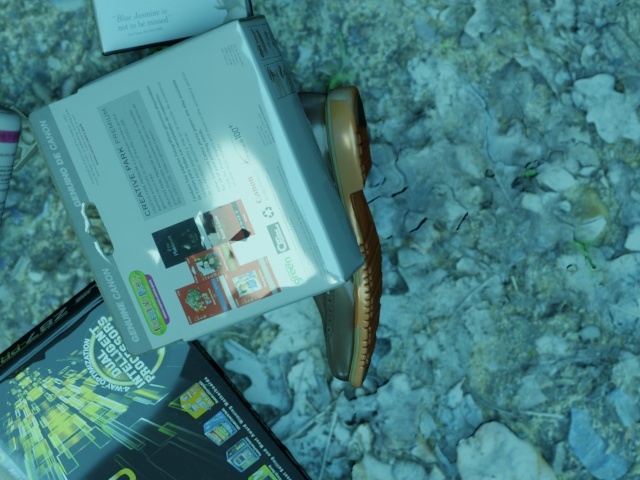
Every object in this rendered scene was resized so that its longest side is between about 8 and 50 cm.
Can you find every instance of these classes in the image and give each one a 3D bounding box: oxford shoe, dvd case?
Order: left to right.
[{"bbox_3d":[-0.183,-0.349,1.849,0.180,0.022,0.253,-12,100,-9],"label":"dvd case"},{"bbox_3d":[0.000,0.000,1.948,0.133,0.130,0.363,-4,100,9],"label":"oxford shoe"}]

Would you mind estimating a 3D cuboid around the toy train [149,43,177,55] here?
[{"bbox_3d":[-0.159,-0.228,1.896,0.083,0.017,0.023,-30,117,-5],"label":"toy train"}]

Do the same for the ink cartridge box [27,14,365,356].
[{"bbox_3d":[-0.138,-0.060,1.835,0.272,0.130,0.309,-20,95,14],"label":"ink cartridge box"}]

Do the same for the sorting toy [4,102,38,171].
[{"bbox_3d":[-0.362,-0.109,1.880,0.062,0.012,0.083,41,91,-17],"label":"sorting toy"}]

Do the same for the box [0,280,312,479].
[{"bbox_3d":[-0.231,0.266,1.954,0.318,0.097,0.395,-37,107,-1],"label":"box"}]

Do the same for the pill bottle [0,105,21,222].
[{"bbox_3d":[-0.435,-0.019,1.799,0.160,0.160,0.283,11,97,-15],"label":"pill bottle"}]
